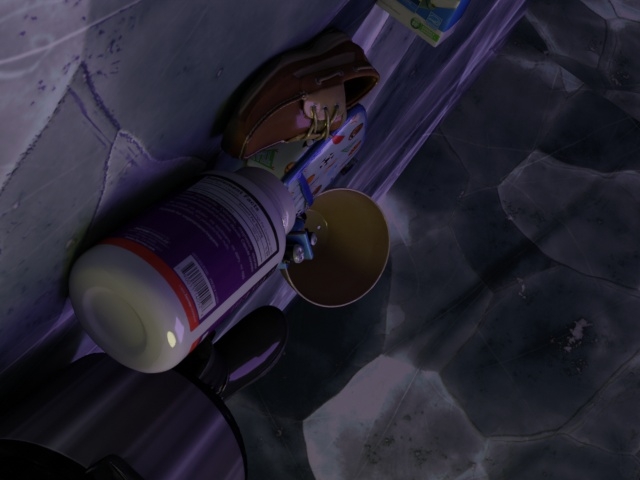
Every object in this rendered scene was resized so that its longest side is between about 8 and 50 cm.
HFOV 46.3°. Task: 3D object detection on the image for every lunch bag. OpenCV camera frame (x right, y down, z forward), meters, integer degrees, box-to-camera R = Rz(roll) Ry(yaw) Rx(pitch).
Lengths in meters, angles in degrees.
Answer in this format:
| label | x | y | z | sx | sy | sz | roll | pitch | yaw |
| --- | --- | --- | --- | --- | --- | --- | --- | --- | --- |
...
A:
| label | x | y | z | sx | sy | sz | roll | pitch | yaw |
| --- | --- | --- | --- | --- | --- | --- | --- | --- | --- |
| lunch bag | -0.024 | -0.152 | 1.371 | 0.243 | 0.115 | 0.303 | -49 | 171 | -5 |

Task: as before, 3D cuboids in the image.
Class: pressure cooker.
| label | x | y | z | sx | sy | sz | roll | pitch | yaw |
| --- | --- | --- | --- | --- | --- | --- | --- | --- | --- |
| pressure cooker | -0.334 | 0.388 | 1.009 | 0.420 | 0.376 | 0.369 | -45 | 139 | -65 |

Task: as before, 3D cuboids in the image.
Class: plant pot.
| label | x | y | z | sx | sy | sz | roll | pitch | yaw |
| --- | --- | --- | --- | --- | --- | --- | --- | --- | --- |
| plant pot | 0.000 | 0.000 | 1.819 | 0.284 | 0.284 | 0.191 | -51 | -151 | -9 |

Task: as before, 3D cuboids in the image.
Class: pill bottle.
| label | x | y | z | sx | sy | sz | roll | pitch | yaw |
| --- | --- | --- | --- | --- | --- | --- | --- | --- | --- |
| pill bottle | -0.170 | 0.021 | 1.021 | 0.323 | 0.181 | 0.181 | -44 | 169 | -47 |

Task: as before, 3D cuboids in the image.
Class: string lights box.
| label | x | y | z | sx | sy | sz | roll | pitch | yaw |
| --- | --- | --- | --- | --- | --- | --- | --- | --- | --- |
| string lights box | 0.204 | -0.459 | 1.199 | 0.077 | 0.133 | 0.259 | -45 | 170 | -38 |

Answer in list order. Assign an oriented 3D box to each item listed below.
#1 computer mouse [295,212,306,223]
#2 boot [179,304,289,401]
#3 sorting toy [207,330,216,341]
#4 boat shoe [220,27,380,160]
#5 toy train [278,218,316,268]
| label | x | y | z | sx | sy | sz | roll | pitch | yaw |
| --- | --- | --- | --- | --- | --- | --- | --- | --- | --- |
| computer mouse | -0.052 | -0.107 | 1.564 | 0.042 | 0.106 | 0.193 | 89 | 22 | -47 |
| boot | -0.241 | 0.260 | 1.708 | 0.367 | 0.146 | 0.445 | -47 | 164 | -8 |
| sorting toy | -0.300 | 0.230 | 1.772 | 0.229 | 0.041 | 0.307 | -55 | 172 | 20 |
| boat shoe | -0.014 | -0.211 | 1.106 | 0.324 | 0.120 | 0.122 | -46 | 170 | -39 |
| toy train | -0.101 | 0.013 | 1.481 | 0.105 | 0.184 | 0.080 | -66 | 149 | -48 |
